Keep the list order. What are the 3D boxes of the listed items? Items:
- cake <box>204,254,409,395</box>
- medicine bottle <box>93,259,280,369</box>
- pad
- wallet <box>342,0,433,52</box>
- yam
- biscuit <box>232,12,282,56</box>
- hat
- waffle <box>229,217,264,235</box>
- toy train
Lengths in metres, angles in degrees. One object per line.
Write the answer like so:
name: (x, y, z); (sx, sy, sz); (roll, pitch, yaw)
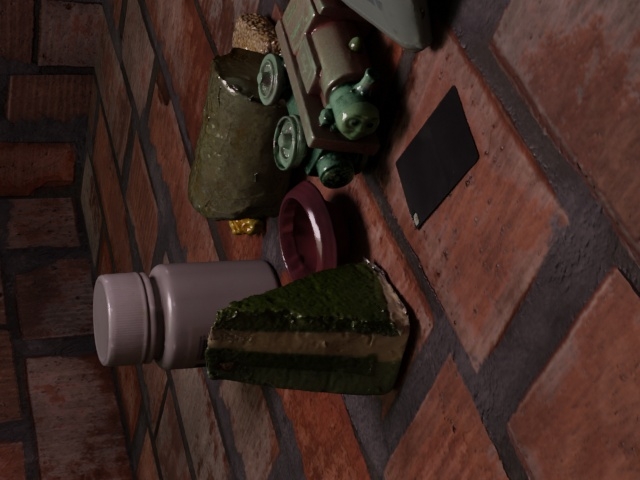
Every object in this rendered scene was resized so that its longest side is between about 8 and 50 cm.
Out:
cake: (-0.007, 0.153, 1.383); (0.172, 0.283, 0.158); (38, 130, 40)
medicine bottle: (-0.262, 0.147, 1.878); (0.208, 0.339, 0.208); (178, 90, -68)
pad: (0.154, -0.108, 1.296); (0.193, 0.004, 0.116); (124, 138, -54)
wallet: (0.043, -0.430, 1.221); (0.252, 0.083, 0.360); (49, 165, 39)
yam: (-0.132, -0.176, 1.735); (0.195, 0.195, 0.300); (-118, 35, -45)
biscuit: (-0.112, -0.370, 1.813); (0.168, 0.070, 0.082); (-127, 36, -49)
hat: (0.000, 0.000, 1.567); (0.205, 0.089, 0.205); (172, 90, -67)
waffle: (-0.156, -0.108, 1.962); (0.160, 0.055, 0.211); (122, 139, -55)
toy train: (0.012, -0.237, 1.450); (0.221, 0.150, 0.304); (-56, 40, 45)
